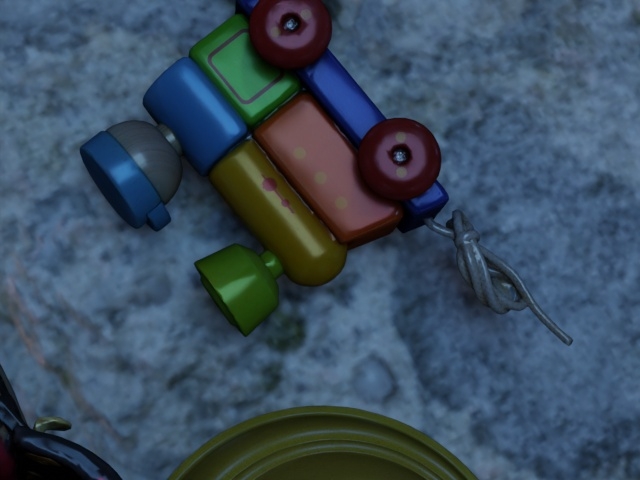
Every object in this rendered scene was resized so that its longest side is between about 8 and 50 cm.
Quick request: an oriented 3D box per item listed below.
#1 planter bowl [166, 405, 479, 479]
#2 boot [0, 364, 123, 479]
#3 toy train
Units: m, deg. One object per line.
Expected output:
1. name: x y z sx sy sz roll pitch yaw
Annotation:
1. planter bowl: 0.013 0.180 0.893 0.217 0.090 0.217 3 73 -11
2. boot: -0.169 0.108 0.769 0.138 0.284 0.377 -25 82 -17
3. toy train: 0.000 0.000 0.940 0.143 0.105 0.248 -38 85 -8
